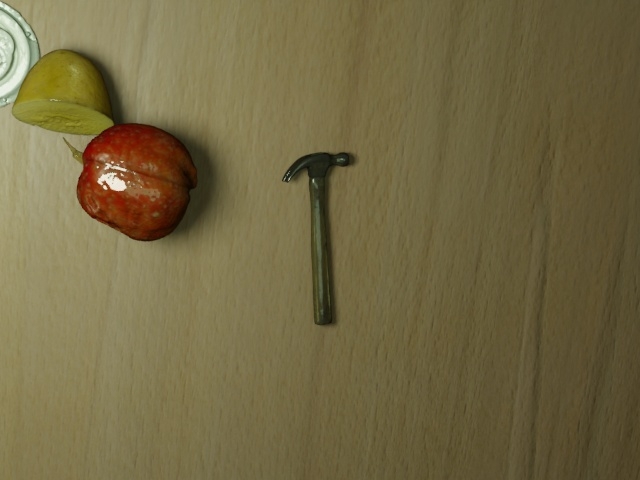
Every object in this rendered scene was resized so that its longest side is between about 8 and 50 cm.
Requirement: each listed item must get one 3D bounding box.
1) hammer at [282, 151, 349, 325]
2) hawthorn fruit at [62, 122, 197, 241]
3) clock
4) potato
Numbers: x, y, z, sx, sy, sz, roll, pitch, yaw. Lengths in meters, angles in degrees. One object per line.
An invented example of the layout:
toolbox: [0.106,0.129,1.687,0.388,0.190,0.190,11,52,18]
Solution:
hammer: [0.000,0.000,1.871,0.168,0.044,0.439,-7,102,-17]
hawthorn fruit: [-0.398,-0.125,1.615,0.262,0.258,0.258,-7,103,-37]
clock: [-0.716,-0.393,1.561,0.237,0.053,0.236,-3,101,-16]
potato: [-0.537,-0.326,1.586,0.204,0.178,0.158,6,76,-8]
